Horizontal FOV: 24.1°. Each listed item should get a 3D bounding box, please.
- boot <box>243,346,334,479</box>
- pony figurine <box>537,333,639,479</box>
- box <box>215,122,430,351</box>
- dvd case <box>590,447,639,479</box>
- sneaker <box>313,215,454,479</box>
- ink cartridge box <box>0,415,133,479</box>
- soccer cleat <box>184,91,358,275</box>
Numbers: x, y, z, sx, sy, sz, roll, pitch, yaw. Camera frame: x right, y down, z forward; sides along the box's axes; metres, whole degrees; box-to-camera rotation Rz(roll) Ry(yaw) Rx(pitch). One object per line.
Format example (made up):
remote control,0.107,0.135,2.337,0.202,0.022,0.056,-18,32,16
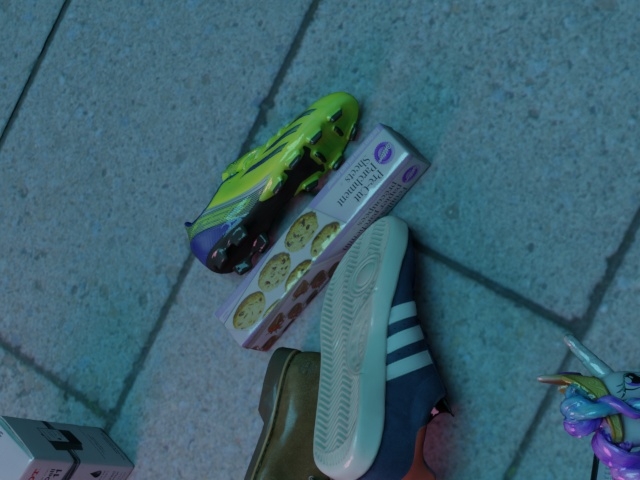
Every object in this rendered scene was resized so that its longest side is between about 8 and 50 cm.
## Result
boot,-0.021,0.282,1.778,0.115,0.112,0.305,6,80,21
pony figurine,0.413,0.235,1.430,0.363,0.303,0.351,-9,73,-2
box,0.000,0.000,1.844,0.324,0.063,0.067,-48,61,13
dvd case,0.370,0.287,1.587,0.180,0.022,0.253,6,83,32
sneaker,0.087,0.138,1.742,0.131,0.148,0.350,-34,38,47
ink cartridge box,-0.362,0.313,1.905,0.087,0.208,0.153,41,101,30
soccer cleat,-0.069,-0.087,1.889,0.289,0.093,0.121,-50,55,12
